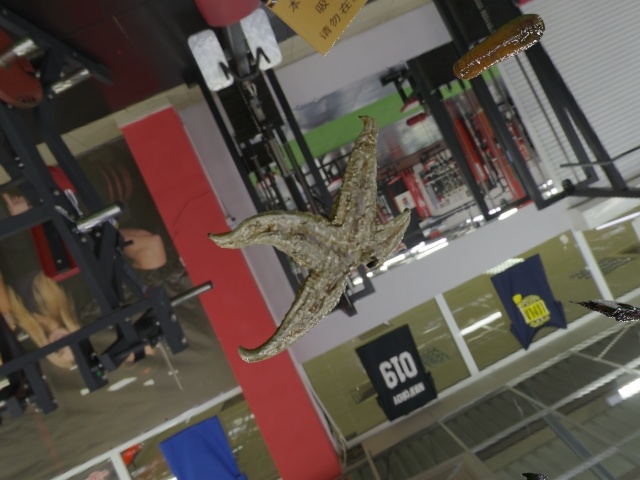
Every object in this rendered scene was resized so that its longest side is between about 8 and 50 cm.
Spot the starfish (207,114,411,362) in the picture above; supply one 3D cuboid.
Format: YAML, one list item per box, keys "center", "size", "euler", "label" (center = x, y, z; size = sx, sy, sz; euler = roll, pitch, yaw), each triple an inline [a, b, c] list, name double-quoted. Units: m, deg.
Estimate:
- center: [0.000, -0.001, 0.434]
  size: [0.247, 0.138, 0.050]
  euler: [-42, -157, -24]
  label: "starfish"

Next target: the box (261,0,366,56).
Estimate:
- center: [-0.030, -0.278, 0.359]
  size: [0.152, 0.070, 0.237]
  euler: [-47, 150, 17]
  label: "box"

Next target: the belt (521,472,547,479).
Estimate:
- center: [0.345, 0.432, 0.667]
  size: [0.289, 0.164, 0.184]
  euler: [13, 134, -9]
  label: "belt"

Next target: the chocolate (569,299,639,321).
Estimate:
- center: [0.568, 0.130, 0.871]
  size: [0.182, 0.028, 0.086]
  euler: [3, -170, -26]
  label: "chocolate"

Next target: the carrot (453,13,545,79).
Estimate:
- center: [0.332, -0.365, 0.864]
  size: [0.060, 0.060, 0.186]
  euler: [-25, -175, -38]
  label: "carrot"
